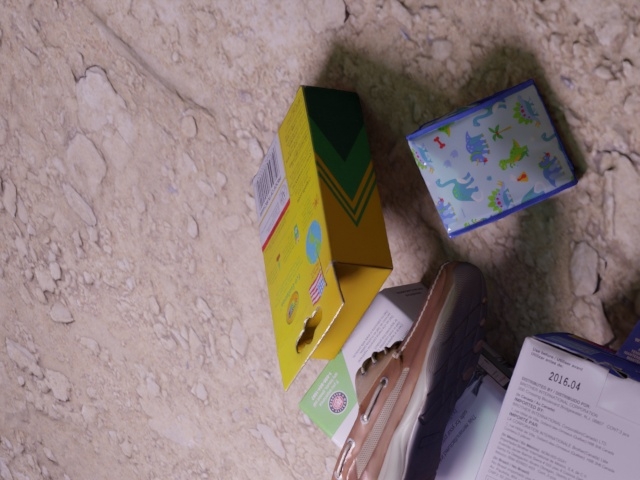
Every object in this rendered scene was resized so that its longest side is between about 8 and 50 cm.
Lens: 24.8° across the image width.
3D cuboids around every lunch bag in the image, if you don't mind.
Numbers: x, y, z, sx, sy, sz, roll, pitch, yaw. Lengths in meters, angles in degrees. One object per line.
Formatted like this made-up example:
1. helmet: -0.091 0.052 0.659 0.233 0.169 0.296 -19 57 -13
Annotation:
1. lunch bag: 0.191 -0.092 1.600 0.151 0.096 0.129 -23 97 22

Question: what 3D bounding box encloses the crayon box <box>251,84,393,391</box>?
1. crayon box: 0.000 0.000 1.747 0.202 0.081 0.319 121 148 -48

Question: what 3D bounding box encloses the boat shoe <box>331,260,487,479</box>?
1. boat shoe: 0.093 0.169 1.665 0.116 0.123 0.324 24 99 28

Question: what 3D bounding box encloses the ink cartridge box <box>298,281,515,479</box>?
1. ink cartridge box: 0.140 0.214 1.775 0.273 0.114 0.198 43 112 20

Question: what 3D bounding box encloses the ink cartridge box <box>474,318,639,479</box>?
1. ink cartridge box: 0.314 0.266 1.533 0.270 0.151 0.396 22 99 27
